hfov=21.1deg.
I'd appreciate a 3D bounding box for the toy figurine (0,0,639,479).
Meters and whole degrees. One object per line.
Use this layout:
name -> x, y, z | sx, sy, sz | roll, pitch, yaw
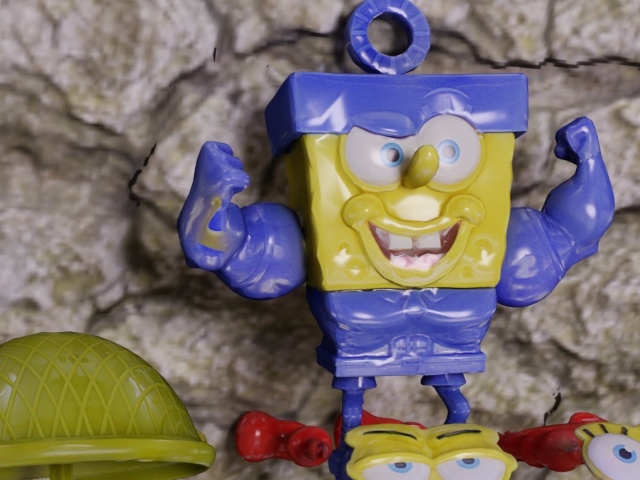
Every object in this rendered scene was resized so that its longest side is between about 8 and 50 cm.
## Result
toy figurine -> 0.000, 0.000, 0.774 | 0.363, 0.191, 0.217 | 0, 88, -11
